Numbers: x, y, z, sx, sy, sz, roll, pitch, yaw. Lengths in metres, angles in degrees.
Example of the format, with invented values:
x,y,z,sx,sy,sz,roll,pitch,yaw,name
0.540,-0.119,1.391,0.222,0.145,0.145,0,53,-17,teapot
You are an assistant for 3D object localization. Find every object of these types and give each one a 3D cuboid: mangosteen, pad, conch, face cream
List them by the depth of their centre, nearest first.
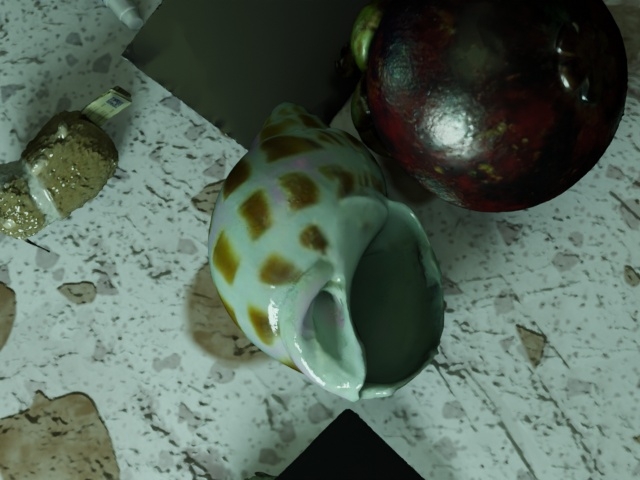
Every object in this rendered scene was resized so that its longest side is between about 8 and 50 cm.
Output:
x,y,z,sx,sy,sz,roll,pitch,yaw,name
0.073,0.314,1.635,0.265,0.009,0.159,43,61,11,pad
0.175,-0.175,1.675,0.311,0.311,0.311,-3,73,11,mangosteen
0.000,0.001,1.699,0.249,0.197,0.368,9,74,-20,conch
-0.027,-0.287,1.844,0.248,0.007,0.367,36,84,-3,pad
-0.260,-0.312,1.933,0.034,0.034,0.130,-37,70,-1,face cream

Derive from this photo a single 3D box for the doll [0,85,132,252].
x,y,z,sx,sy,sz,roll,pitch,yaw,name
-0.302,-0.093,1.835,0.115,0.105,0.221,43,85,-18,doll

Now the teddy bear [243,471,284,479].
x,y,z,sx,sy,sz,roll,pitch,yaw,name
-0.109,0.316,1.654,0.111,0.133,0.213,37,69,-14,teddy bear
